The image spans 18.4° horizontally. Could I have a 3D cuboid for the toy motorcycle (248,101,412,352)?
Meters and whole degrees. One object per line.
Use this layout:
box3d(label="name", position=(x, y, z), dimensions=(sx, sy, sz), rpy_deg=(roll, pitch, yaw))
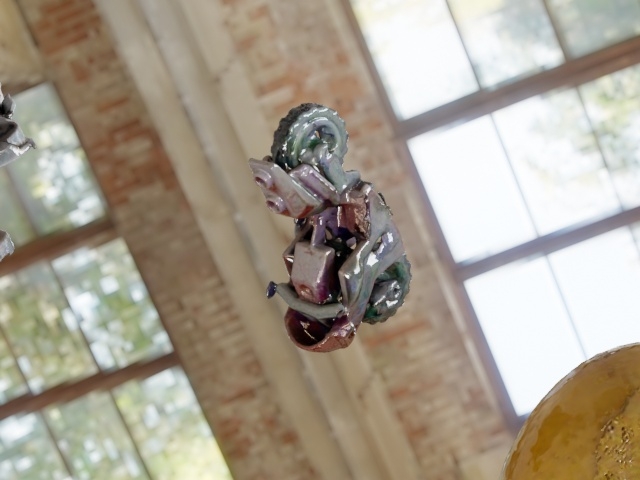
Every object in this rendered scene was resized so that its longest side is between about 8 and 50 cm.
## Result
box3d(label="toy motorcycle", position=(-0.001, 0.000, 1.502), dimensions=(0.082, 0.213, 0.122), rpy_deg=(13, -128, 39))

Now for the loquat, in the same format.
box3d(label="loquat", position=(0.254, 0.203, 1.443), dimensions=(0.263, 0.263, 0.263), rpy_deg=(-21, -165, 6))

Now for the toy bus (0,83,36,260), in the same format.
box3d(label="toy bus", position=(-0.252, -0.046, 1.154), dimensions=(0.138, 0.097, 0.342), rpy_deg=(-18, -155, 6))
